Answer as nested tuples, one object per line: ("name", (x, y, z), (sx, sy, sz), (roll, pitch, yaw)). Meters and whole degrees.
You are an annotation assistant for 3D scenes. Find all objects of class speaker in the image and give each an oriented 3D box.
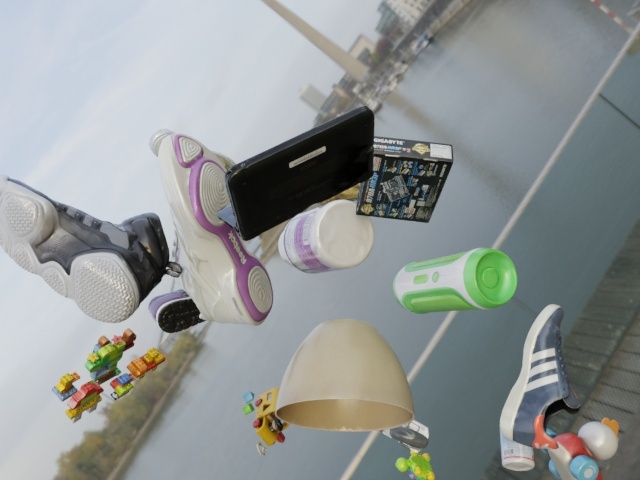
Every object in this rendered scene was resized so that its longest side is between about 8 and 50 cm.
("speaker", (0.276, 0.092, 1.221), (0.131, 0.131, 0.296), (-56, 14, -21))

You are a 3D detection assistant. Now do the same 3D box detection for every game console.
("game console", (-0.026, -0.059, 0.452), (0.122, 0.071, 0.107), (-29, -33, -16))

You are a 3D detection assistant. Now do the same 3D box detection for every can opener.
("can opener", (0.166, 0.478, 1.560), (0.076, 0.283, 0.095), (-57, -16, -21))

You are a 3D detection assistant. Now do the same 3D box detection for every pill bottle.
("pill bottle", (0.000, 0.000, 1.482), (0.169, 0.169, 0.301), (-56, 16, -19))
("pill bottle", (0.557, 0.563, 1.624), (0.087, 0.087, 0.160), (-47, 27, 49))

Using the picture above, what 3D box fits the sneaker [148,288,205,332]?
("sneaker", (-0.306, 0.153, 1.495), (0.124, 0.283, 0.107), (26, 116, 52))

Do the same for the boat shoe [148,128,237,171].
("boat shoe", (-0.307, -0.183, 1.467), (0.109, 0.094, 0.302), (-50, -38, 14))

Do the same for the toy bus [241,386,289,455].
("toy bus", (-0.148, 0.570, 1.845), (0.104, 0.202, 0.191), (-31, -23, 11))

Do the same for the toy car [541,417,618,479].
("toy car", (0.838, 0.651, 1.755), (0.237, 0.210, 0.219), (-32, 12, -7))

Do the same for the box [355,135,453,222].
("box", (0.177, -0.127, 1.251), (0.220, 0.175, 0.051), (97, 178, -56))

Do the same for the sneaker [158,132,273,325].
("sneaker", (-0.184, -0.002, 0.841), (0.152, 0.305, 0.114), (-8, 20, 30))

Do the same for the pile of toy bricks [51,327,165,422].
("pile of toy bricks", (-0.384, 0.218, 1.039), (0.212, 0.118, 0.105), (-30, -28, -51))

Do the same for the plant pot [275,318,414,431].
("plant pot", (0.052, 0.278, 1.205), (0.284, 0.283, 0.191), (134, 145, -52))

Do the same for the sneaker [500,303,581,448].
("sneaker", (0.552, 0.325, 1.355), (0.148, 0.131, 0.350), (13, 72, 34))

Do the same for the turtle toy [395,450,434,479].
("turtle toy", (0.306, 0.733, 1.849), (0.066, 0.130, 0.095), (-56, 19, 25))

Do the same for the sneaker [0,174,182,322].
("sneaker", (-0.316, -0.006, 0.778), (0.101, 0.268, 0.153), (-59, -12, 30))

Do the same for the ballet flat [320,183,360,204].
("ballet flat", (0.131, -0.154, 1.476), (0.123, 0.348, 0.123), (-6, -90, -81))
